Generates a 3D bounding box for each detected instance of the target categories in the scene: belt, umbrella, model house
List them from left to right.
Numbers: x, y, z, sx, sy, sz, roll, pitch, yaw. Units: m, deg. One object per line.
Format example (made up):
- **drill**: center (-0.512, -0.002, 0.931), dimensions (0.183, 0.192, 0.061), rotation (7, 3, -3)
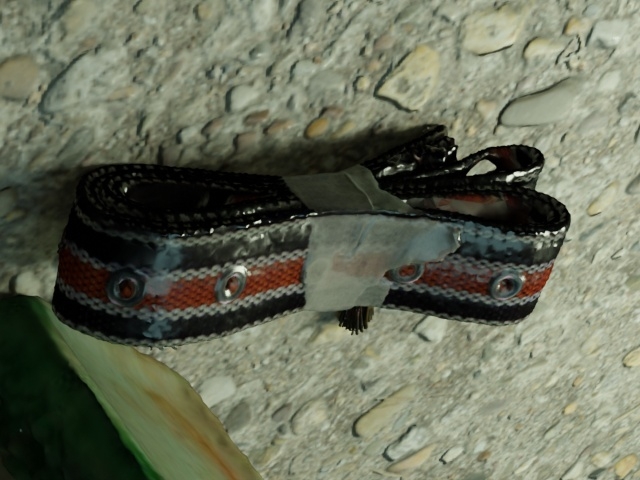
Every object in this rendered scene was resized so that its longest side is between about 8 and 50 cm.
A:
- **model house**: center (-0.154, 0.249, 1.231), dimensions (0.280, 0.312, 0.245), rotation (-45, 146, 6)
- **belt**: center (0.000, 0.000, 1.254), dimensions (0.359, 0.126, 0.094), rotation (-7, 131, -34)
- **umbrella**: center (0.029, 0.038, 1.405), dimensions (0.031, 0.020, 0.083), rotation (-19, 134, -25)
